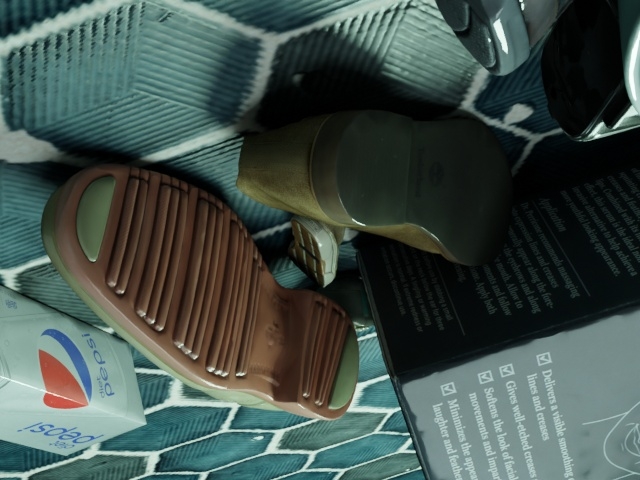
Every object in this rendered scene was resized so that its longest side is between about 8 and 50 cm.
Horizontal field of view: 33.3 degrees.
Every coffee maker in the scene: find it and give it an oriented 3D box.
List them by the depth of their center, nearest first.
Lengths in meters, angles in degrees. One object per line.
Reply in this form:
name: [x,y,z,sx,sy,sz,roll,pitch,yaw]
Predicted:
coffee maker: [0.258,-0.147,0.721,0.178,0.120,0.171,-7,130,-21]

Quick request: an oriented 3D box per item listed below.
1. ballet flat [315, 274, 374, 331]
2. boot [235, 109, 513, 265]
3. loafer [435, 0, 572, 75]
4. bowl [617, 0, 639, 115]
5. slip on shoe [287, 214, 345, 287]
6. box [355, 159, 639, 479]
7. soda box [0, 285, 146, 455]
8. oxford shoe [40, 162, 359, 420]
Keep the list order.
ballet flat: [-0.016,0.109,1.115,0.072,0.068,0.213,2,150,-35]
boot: [0.056,-0.046,0.842,0.115,0.112,0.305,4,175,37]
loafer: [0.101,-0.189,0.548,0.095,0.109,0.302,-35,162,-1]
bowl: [0.272,-0.200,0.532,0.311,0.163,0.311,-13,156,-6]
slip on shoe: [0.000,0.000,0.931,0.041,0.051,0.135,-44,162,-16]
box: [0.268,0.115,0.991,0.395,0.212,0.293,-17,121,3]
soda box: [-0.270,0.114,0.944,0.098,0.091,0.286,-23,155,12]
oxford shoe: [-0.113,0.064,0.888,0.146,0.140,0.397,-2,152,30]
